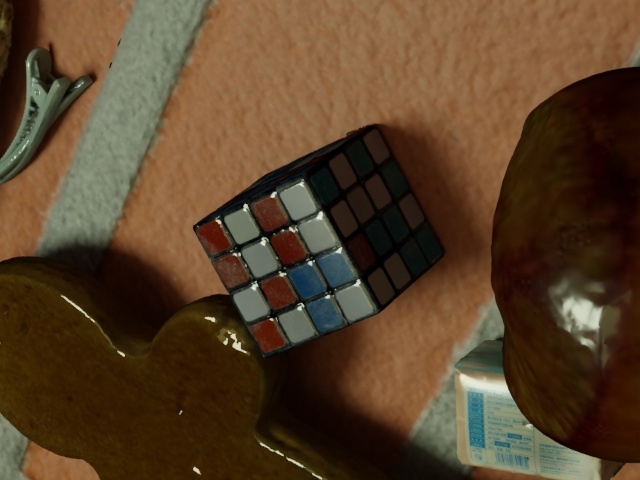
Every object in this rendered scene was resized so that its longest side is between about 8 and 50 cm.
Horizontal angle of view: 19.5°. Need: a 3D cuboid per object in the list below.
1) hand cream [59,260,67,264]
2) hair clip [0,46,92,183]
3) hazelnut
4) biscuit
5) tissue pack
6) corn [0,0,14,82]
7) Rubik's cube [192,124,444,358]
[{"bbox_3d":[-0.234,0.054,1.297,0.165,0.037,0.057,-12,105,26],"label":"hand cream"},{"bbox_3d":[-0.193,-0.077,1.211,0.039,0.030,0.115,55,127,22],"label":"hair clip"},{"bbox_3d":[0.172,0.012,0.961,0.178,0.178,0.204,-9,77,33],"label":"hazelnut"},{"bbox_3d":[-0.057,0.146,1.210,0.432,0.064,0.283,34,135,15],"label":"biscuit"},{"bbox_3d":[0.129,0.100,1.085,0.094,0.059,0.074,7,113,27],"label":"tissue pack"},{"bbox_3d":[-0.264,-0.064,1.222,0.086,0.086,0.253,36,124,11],"label":"corn"},{"bbox_3d":[0.000,0.000,1.093,0.092,0.092,0.092,-24,99,35],"label":"Rubik's cube"}]
